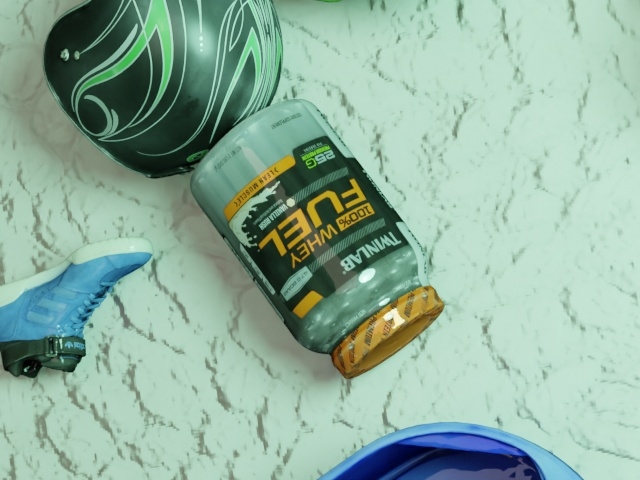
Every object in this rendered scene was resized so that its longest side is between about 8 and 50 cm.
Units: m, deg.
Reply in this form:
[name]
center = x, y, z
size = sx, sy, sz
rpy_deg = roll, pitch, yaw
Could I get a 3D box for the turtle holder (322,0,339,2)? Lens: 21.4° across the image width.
[turtle holder]
center = 0.087, -0.338, 1.225
size = 0.227, 0.243, 0.320
rpy_deg = 27, 131, 29

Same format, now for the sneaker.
[sneaker]
center = -0.188, 0.058, 1.320
size = 0.152, 0.058, 0.085
rpy_deg = -22, 73, 16

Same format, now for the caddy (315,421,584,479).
[caddy]
center = 0.057, 0.274, 1.175
size = 0.341, 0.179, 0.241
rpy_deg = -35, 78, 8

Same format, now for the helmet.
[helmet]
center = -0.108, -0.146, 1.270
size = 0.161, 0.169, 0.169
rpy_deg = -41, 76, 24

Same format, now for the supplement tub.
[supplement tub]
center = 0.000, 0.000, 1.249
size = 0.117, 0.117, 0.190
rpy_deg = -39, 77, 8
